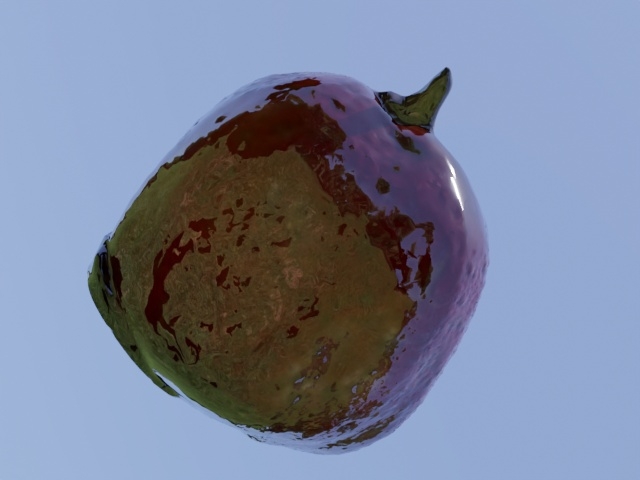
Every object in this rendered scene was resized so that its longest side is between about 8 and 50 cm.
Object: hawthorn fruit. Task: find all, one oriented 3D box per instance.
[{"bbox_3d":[0.000,0.000,0.984,0.215,0.215,0.250,42,-74,36],"label":"hawthorn fruit"}]
